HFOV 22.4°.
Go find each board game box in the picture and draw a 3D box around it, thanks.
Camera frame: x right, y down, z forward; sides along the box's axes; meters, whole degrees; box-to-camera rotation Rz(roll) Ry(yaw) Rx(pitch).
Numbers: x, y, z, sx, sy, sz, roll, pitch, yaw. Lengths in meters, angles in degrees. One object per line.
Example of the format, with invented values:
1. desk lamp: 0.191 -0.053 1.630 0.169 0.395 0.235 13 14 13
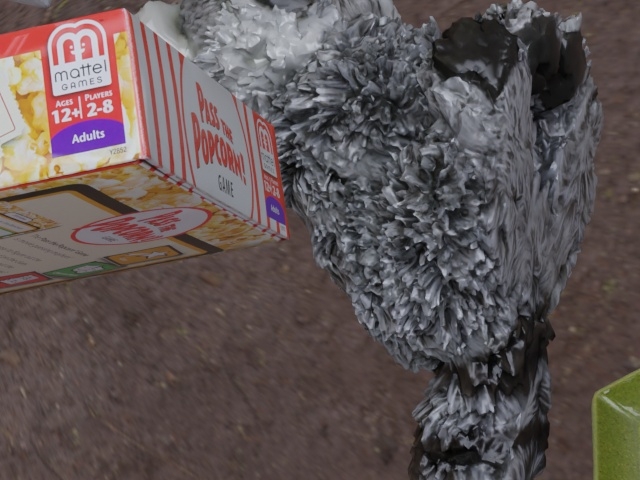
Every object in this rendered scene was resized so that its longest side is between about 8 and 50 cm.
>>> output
1. board game box: -0.122 -0.013 0.506 0.193 0.147 0.045 -10 79 12

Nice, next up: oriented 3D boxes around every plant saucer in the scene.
1. plant saucer: 0.301 0.143 1.243 0.188 0.188 0.045 -32 109 23

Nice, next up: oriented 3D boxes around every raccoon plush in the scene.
1. raccoon plush: 0.000 0.000 1.073 0.299 0.216 0.446 7 81 27

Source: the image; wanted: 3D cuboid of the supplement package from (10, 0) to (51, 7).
1. supplement package: -0.224 -0.225 0.804 0.139 0.244 0.133 14 84 16
